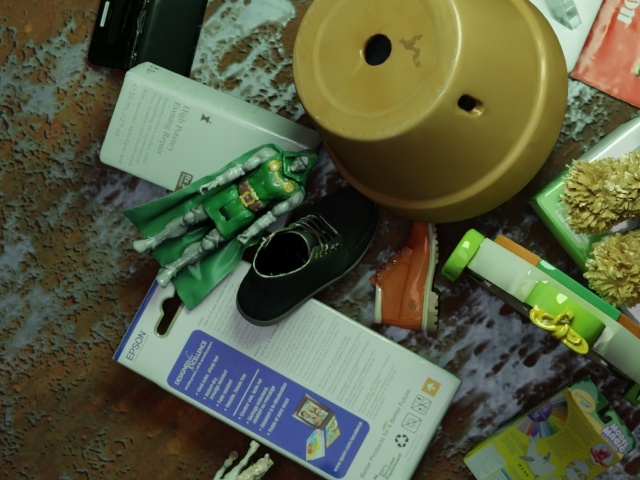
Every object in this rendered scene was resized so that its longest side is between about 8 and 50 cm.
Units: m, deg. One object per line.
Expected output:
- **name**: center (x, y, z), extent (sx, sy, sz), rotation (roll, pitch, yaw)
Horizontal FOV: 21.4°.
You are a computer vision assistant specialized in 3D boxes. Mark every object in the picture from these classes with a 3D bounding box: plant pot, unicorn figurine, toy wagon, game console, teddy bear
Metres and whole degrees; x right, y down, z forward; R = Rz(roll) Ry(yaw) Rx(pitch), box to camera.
- **plant pot**: center (0.100, -0.181, 1.843), extent (0.291, 0.203, 0.291), rotation (-7, 75, 26)
- **unicorn figurine**: center (-0.107, 0.293, 1.947), extent (0.060, 0.162, 0.111), rotation (31, 63, 9)
- **toy wagon**: center (0.257, 0.079, 1.802), extent (0.267, 0.344, 0.068), rotation (34, 89, 4)
- **game console**: center (-0.205, -0.256, 2.011), extent (0.107, 0.071, 0.122), rotation (13, 88, 34)
- **teddy bear**: center (0.421, -0.052, 1.793), extent (0.338, 0.113, 0.245), rotation (-5, 90, 1)

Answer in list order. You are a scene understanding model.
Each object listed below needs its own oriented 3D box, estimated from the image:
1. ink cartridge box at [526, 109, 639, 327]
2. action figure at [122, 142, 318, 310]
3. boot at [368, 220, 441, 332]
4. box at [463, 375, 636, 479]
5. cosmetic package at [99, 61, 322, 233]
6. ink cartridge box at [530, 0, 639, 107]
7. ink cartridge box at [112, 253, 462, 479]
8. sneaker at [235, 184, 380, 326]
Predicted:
- **ink cartridge box**: center (0.403, -0.053, 1.908), extent (0.273, 0.115, 0.198), rotation (-39, 90, 2)
- **action figure**: center (-0.099, -0.036, 1.895), extent (0.232, 0.063, 0.137), rotation (-34, 96, 14)
- **boot**: center (0.099, 0.026, 1.960), extent (0.085, 0.059, 0.158), rotation (4, 90, 9)
- **box**: center (0.264, 0.237, 1.923), extent (0.179, 0.043, 0.105), rotation (-38, 86, 22)
- **cosmetic package**: center (-0.125, -0.107, 1.949), extent (0.231, 0.085, 0.117), rotation (22, 109, 5)
- **ink cartridge box**: center (0.336, -0.314, 1.953), extent (0.239, 0.060, 0.275), rotation (24, 90, 5)
- **ink cartridge box**: center (-0.037, 0.150, 1.960), extent (0.371, 0.069, 0.176), rotation (28, 90, 2)
- **sneaker**: center (0.000, 0.000, 1.903), extent (0.083, 0.118, 0.222), rotation (40, 63, 9)
